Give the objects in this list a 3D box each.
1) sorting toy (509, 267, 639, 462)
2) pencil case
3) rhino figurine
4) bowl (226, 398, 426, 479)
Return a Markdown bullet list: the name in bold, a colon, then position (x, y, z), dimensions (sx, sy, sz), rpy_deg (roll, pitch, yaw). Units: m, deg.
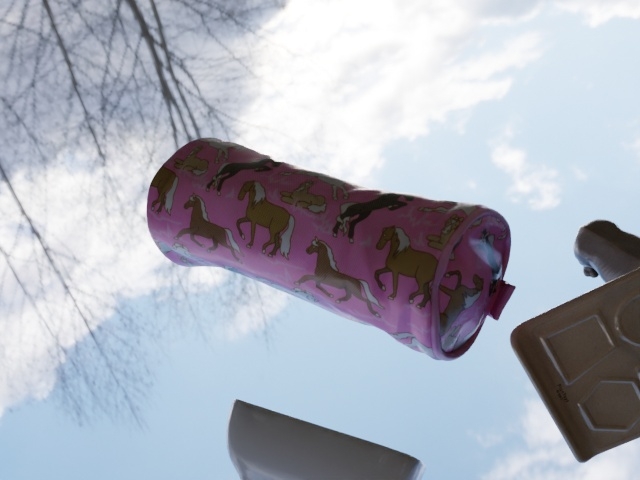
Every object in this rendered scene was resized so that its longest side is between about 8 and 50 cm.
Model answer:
- **sorting toy**: position (0.338, 0.129, 0.863), dimensions (0.208, 0.193, 0.038), rpy_deg (-29, -164, 11)
- **pencil case**: position (0.000, 0.000, 0.813), dimensions (0.386, 0.160, 0.167), rpy_deg (17, -149, 34)
- **rhino figurine**: position (0.409, 0.049, 0.964), dimensions (0.073, 0.106, 0.243), rpy_deg (-46, -140, -2)
- **bowl**: position (0.001, 0.164, 0.564), dimensions (0.142, 0.142, 0.053), rpy_deg (16, -105, 12)
